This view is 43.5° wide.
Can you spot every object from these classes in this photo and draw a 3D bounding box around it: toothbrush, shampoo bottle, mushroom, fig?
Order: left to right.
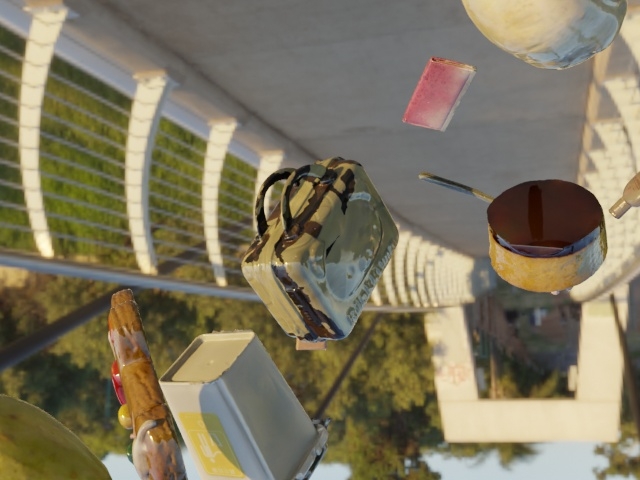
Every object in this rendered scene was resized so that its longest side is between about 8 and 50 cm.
[{"bbox_3d":[-0.492,0.396,1.291,0.326,0.258,0.258,20,168,-3],"label":"fig"},{"bbox_3d":[0.339,-0.115,1.834,0.297,0.031,0.030,23,158,44],"label":"toothbrush"},{"bbox_3d":[0.363,-0.413,1.123,0.336,0.315,0.314,-19,162,32],"label":"mushroom"},{"bbox_3d":[0.682,-0.111,1.705,0.040,0.080,0.165,27,123,-16],"label":"shampoo bottle"}]

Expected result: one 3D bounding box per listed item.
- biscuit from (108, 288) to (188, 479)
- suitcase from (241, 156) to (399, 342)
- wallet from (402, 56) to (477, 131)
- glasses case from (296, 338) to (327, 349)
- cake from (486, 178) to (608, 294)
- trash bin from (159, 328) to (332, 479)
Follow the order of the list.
[{"bbox_3d":[-0.244,0.220,1.087,0.064,0.283,0.432,-16,-144,-15],"label":"biscuit"},{"bbox_3d":[0.000,0.000,1.646,0.193,0.352,0.339,0,135,38],"label":"suitcase"},{"bbox_3d":[0.293,-0.361,2.005,0.119,0.025,0.232,11,147,-8],"label":"wallet"},{"bbox_3d":[-0.034,0.177,1.999,0.102,0.194,0.070,1,-167,-12],"label":"glasses case"},{"bbox_3d":[0.374,0.016,1.341,0.207,0.178,0.185,-33,-137,-28],"label":"cake"},{"bbox_3d":[-0.163,0.382,1.765,0.255,0.368,0.296,-7,-152,36],"label":"trash bin"}]
